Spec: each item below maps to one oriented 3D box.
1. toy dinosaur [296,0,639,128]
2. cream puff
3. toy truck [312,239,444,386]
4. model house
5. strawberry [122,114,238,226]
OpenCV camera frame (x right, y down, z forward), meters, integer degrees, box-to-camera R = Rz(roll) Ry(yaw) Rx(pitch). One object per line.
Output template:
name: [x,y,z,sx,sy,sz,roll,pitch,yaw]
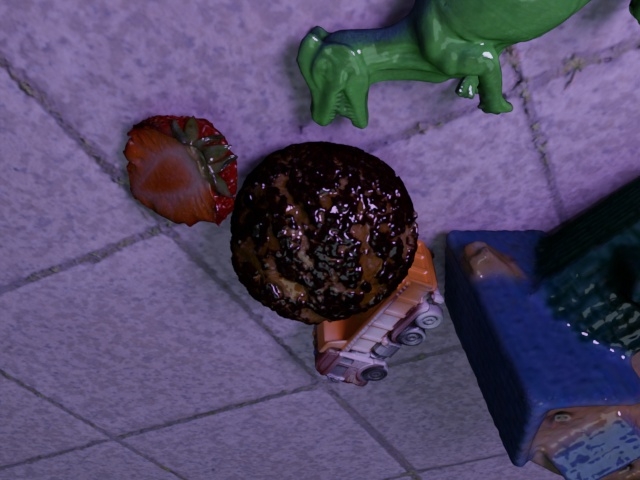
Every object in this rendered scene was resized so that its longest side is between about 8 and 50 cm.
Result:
toy dinosaur: [0.151,-0.301,0.531,0.375,0.144,0.500,5,136,11]
cream puff: [0.000,0.000,0.786,0.239,0.165,0.239,8,130,9]
toy truck: [0.082,0.113,0.969,0.135,0.114,0.270,18,133,-20]
model house: [0.372,0.106,0.819,0.382,0.334,0.343,-39,128,22]
strawberry: [-0.163,-0.081,0.765,0.187,0.082,0.146,-15,105,43]
